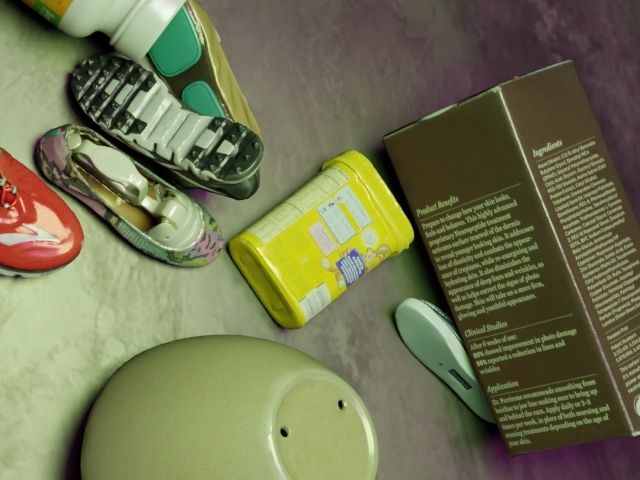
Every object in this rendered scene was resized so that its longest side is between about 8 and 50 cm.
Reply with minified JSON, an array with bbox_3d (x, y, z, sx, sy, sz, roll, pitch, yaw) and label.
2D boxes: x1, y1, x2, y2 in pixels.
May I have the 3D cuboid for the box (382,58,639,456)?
[{"bbox_3d":[0.233,0.023,1.604,0.143,0.191,0.381,-24,93,-39],"label":"box"}]

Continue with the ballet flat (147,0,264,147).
[{"bbox_3d":[-0.126,-0.177,1.580,0.073,0.080,0.232,-29,99,-57],"label":"ballet flat"}]

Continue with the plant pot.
[{"bbox_3d":[-0.056,0.208,1.431,0.284,0.191,0.284,19,59,-35],"label":"plant pot"}]

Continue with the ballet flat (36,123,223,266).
[{"bbox_3d":[-0.182,-0.043,1.511,0.221,0.079,0.077,35,68,-19],"label":"ballet flat"}]

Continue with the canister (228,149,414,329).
[{"bbox_3d":[0.000,0.000,1.606,0.170,0.073,0.126,-38,100,-27],"label":"canister"}]

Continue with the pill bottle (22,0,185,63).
[{"bbox_3d":[-0.247,-0.285,1.466,0.246,0.136,0.136,37,66,-9],"label":"pill bottle"}]

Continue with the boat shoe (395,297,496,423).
[{"bbox_3d":[0.161,0.115,1.685,0.183,0.065,0.083,48,55,-16],"label":"boat shoe"}]

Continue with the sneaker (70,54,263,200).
[{"bbox_3d":[-0.152,-0.104,1.514,0.234,0.106,0.078,29,71,20],"label":"sneaker"}]

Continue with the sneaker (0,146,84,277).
[{"bbox_3d":[-0.334,-0.065,1.409,0.279,0.118,0.107,40,66,-17],"label":"sneaker"}]

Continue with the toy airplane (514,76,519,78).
[{"bbox_3d":[0.237,-0.114,1.779,0.151,0.028,0.151,4,81,-28],"label":"toy airplane"}]
